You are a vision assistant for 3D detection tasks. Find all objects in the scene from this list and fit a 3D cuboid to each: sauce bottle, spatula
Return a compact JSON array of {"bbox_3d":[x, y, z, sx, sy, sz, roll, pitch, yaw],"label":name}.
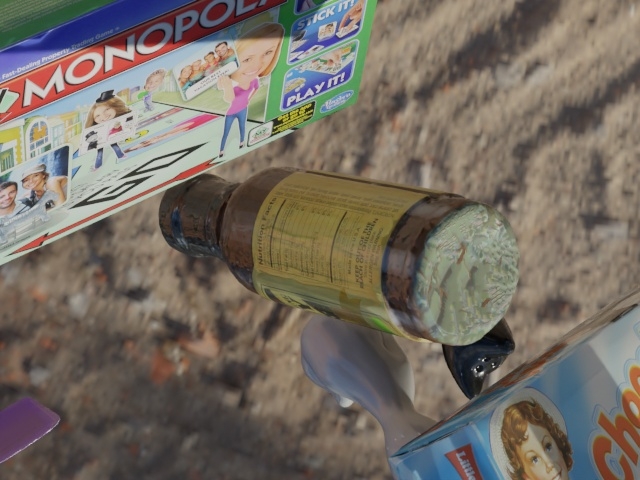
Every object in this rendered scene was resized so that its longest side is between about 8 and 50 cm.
[{"bbox_3d":[0.000,0.000,1.362,0.344,0.111,0.111,14,139,52],"label":"sauce bottle"},{"bbox_3d":[-0.301,0.174,1.625,0.030,0.084,0.296,57,162,-6],"label":"spatula"}]

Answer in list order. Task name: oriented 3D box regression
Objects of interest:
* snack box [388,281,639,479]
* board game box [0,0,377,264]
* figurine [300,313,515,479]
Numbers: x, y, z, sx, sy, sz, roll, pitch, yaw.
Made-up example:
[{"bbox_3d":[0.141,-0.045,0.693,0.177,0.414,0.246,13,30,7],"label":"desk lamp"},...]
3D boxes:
[{"bbox_3d":[0.178,0.126,0.906,0.060,0.322,0.187,-29,89,39],"label":"snack box"},{"bbox_3d":[-0.105,-0.105,1.099,0.046,0.317,0.213,53,156,24],"label":"board game box"},{"bbox_3d":[0.080,0.100,1.580,0.092,0.209,0.215,1,128,-33],"label":"figurine"}]
